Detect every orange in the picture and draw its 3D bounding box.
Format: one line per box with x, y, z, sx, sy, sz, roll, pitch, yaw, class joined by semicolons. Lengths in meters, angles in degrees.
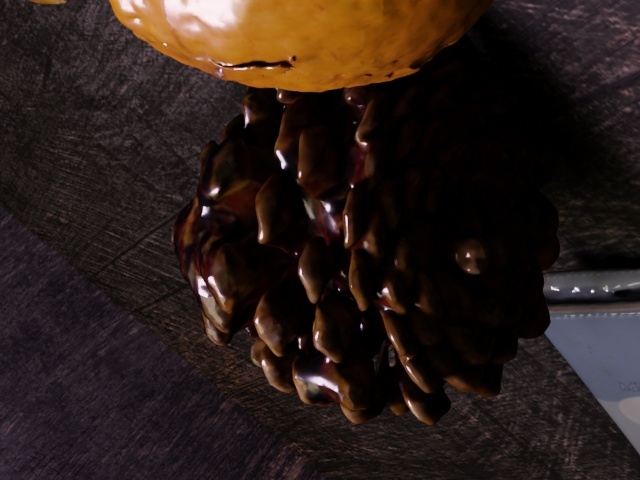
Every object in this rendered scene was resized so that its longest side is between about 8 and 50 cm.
-0.014;-0.275;1.358;0.340;0.340;0.293;28;128;32;orange

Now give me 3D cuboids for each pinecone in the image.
0.041;-0.018;1.819;0.397;0.398;0.398;35;163;12;pinecone

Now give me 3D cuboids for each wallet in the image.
0.402;0.170;2.005;0.252;0.083;0.360;-5;134;48;wallet

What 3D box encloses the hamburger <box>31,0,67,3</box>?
-0.366;-0.360;2.292;0.138;0.083;0.147;9;149;52;hamburger

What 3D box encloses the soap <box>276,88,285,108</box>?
0.007;-0.105;2.078;0.091;0.145;0.230;18;160;29;soap
